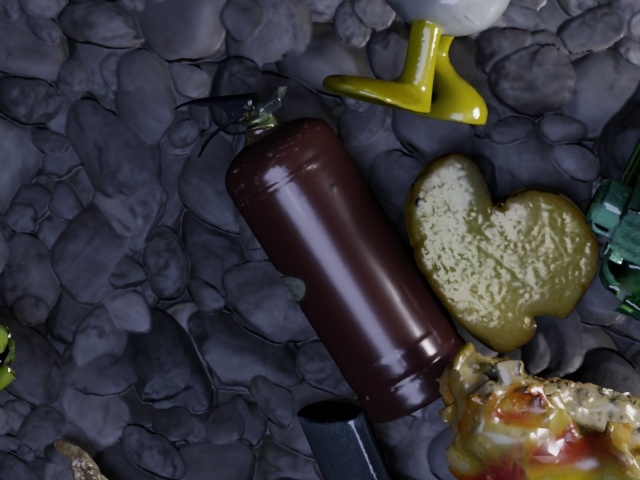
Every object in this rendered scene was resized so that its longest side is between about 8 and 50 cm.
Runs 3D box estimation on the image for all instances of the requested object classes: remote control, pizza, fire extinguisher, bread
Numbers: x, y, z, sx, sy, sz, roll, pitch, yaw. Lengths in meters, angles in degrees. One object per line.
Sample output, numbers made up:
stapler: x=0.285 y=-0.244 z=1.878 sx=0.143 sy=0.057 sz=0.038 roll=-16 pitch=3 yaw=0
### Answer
remote control: x=0.079 y=0.330 z=1.684 sx=0.107 sy=0.044 sz=0.377 roll=-5 pitch=110 yaw=57
pizza: x=0.233 y=0.257 z=1.562 sx=0.440 sy=0.130 sz=0.406 roll=-41 pitch=113 yaw=21
fire extinguisher: x=0.000 y=0.000 z=1.581 sx=0.135 sy=0.114 sz=0.337 roll=-26 pitch=100 yaw=32
bread: x=0.162 y=-0.003 z=1.573 sx=0.149 sy=0.065 sz=0.187 roll=-33 pitch=95 yaw=10

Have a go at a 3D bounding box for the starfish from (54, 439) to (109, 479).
starfish: x=-0.204 y=0.347 z=1.773 sx=0.299 sy=0.060 sz=0.302 roll=-41 pitch=84 yaw=32

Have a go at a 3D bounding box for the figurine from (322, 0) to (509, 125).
figurine: x=0.053 y=-0.293 z=1.474 sx=0.283 sy=0.204 sz=0.338 roll=21 pitch=99 yaw=14

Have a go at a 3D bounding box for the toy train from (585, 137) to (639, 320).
toy train: x=0.370 y=0.006 z=1.448 sx=0.301 sy=0.202 sz=0.120 roll=25 pitch=130 yaw=5

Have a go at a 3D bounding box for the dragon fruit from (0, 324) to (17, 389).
dragon fruit: x=-0.413 y=0.120 z=1.697 sx=0.269 sy=0.198 sz=0.200 roll=-35 pitch=53 yaw=16
